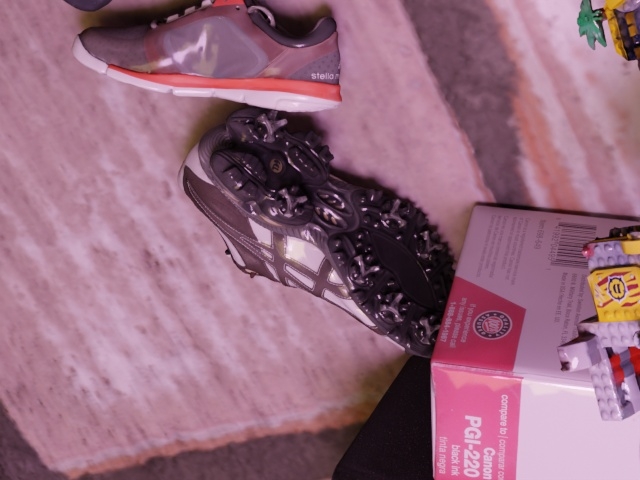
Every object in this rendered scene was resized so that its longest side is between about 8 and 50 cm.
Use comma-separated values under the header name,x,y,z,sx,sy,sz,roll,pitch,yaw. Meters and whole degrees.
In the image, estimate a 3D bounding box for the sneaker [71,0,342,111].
name,x,y,z,sx,sy,sz,roll,pitch,yaw
sneaker,-0.061,-0.113,0.858,0.158,0.061,0.065,9,100,9

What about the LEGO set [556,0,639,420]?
name,x,y,z,sx,sy,sz,roll,pitch,yaw
LEGO set,0.222,-0.038,0.635,0.331,0.192,0.255,5,110,50

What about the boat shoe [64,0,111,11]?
name,x,y,z,sx,sy,sz,roll,pitch,yaw
boat shoe,-0.235,-0.220,0.775,0.340,0.127,0.113,23,117,-13

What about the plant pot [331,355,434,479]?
name,x,y,z,sx,sy,sz,roll,pitch,yaw
plant pot,0.107,0.173,0.938,0.167,0.187,0.188,14,129,22

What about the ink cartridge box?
name,x,y,z,sx,sy,sz,roll,pitch,yaw
ink cartridge box,0.180,0.066,0.840,0.218,0.158,0.092,5,125,13

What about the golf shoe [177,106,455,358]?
name,x,y,z,sx,sy,sz,roll,pitch,yaw
golf shoe,0.000,0.000,0.912,0.198,0.077,0.094,44,148,-19
